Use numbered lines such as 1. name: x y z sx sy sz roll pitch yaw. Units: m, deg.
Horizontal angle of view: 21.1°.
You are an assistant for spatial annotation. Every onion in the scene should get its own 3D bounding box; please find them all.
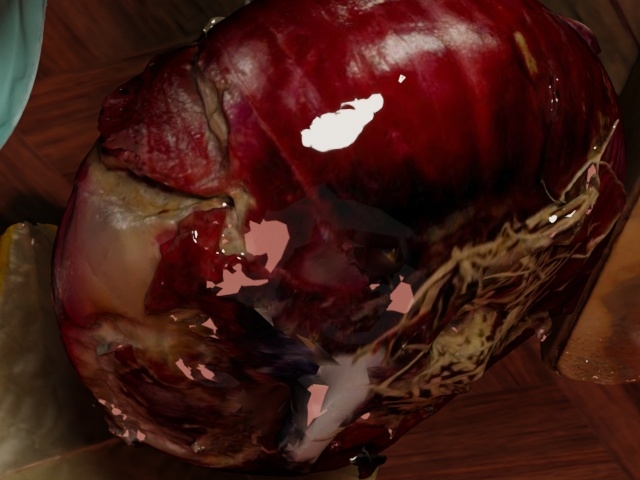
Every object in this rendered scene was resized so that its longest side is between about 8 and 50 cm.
1. onion: 0.004 -0.013 0.872 0.314 0.232 0.314 -24 147 -17

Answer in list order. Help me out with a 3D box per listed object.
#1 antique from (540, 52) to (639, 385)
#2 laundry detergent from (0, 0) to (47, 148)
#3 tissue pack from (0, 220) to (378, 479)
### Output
1. antique: 0.200 -0.029 0.932 0.093 0.087 0.310 9 144 -5
2. laundry detergent: -0.327 -0.101 0.743 0.305 0.287 0.287 -19 137 32
3. tissue pack: -0.184 0.189 1.181 0.293 0.228 0.382 26 142 -24
